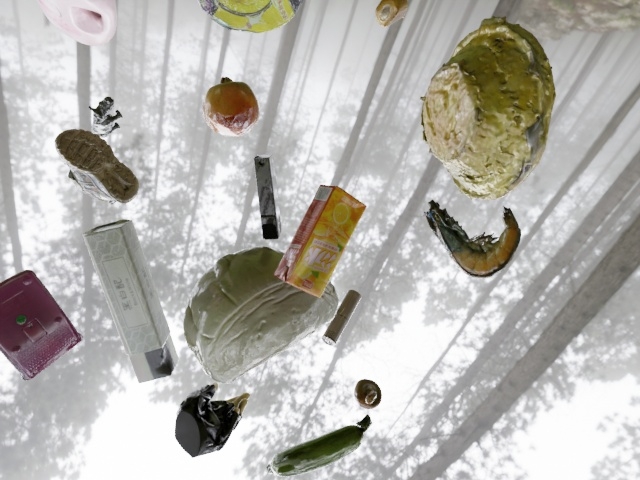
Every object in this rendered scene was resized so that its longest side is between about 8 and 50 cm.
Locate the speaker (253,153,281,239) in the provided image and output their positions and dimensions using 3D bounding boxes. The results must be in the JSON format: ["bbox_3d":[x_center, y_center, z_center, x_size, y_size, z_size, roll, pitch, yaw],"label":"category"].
[{"bbox_3d":[-0.141,-0.117,1.230,0.044,0.218,0.082,-4,-161,3],"label":"speaker"}]

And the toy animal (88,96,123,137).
[{"bbox_3d":[-0.475,-0.272,1.013,0.047,0.135,0.065,46,-120,-9],"label":"toy animal"}]

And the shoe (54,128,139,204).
[{"bbox_3d":[-0.463,-0.144,0.941,0.180,0.092,0.089,48,-131,-29],"label":"shoe"}]

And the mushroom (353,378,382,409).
[{"bbox_3d":[0.131,0.444,1.318,0.129,0.072,0.088,20,-132,-75],"label":"mushroom"}]

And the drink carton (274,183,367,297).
[{"bbox_3d":[0.000,0.000,0.977,0.096,0.223,0.071,30,174,-31],"label":"drink carton"}]

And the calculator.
[{"bbox_3d":[-0.547,0.159,0.862,0.034,0.191,0.126,11,-139,40],"label":"calculator"}]

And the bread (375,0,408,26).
[{"bbox_3d":[0.153,-0.483,0.950,0.049,0.062,0.103,44,-129,-3],"label":"bread"}]

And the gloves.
[{"bbox_3d":[-0.255,0.427,1.130,0.164,0.124,0.203,54,-162,24],"label":"gloves"}]

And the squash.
[{"bbox_3d":[-0.012,0.525,1.146,0.071,0.318,0.080,56,-168,-28],"label":"squash"}]

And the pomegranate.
[{"bbox_3d":[-0.320,-0.470,1.642,0.209,0.209,0.209,14,-143,-11],"label":"pomegranate"}]

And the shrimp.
[{"bbox_3d":[0.444,-0.038,1.338,0.290,0.222,0.054,51,-168,17],"label":"shrimp"}]

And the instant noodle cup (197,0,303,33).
[{"bbox_3d":[-0.117,-0.529,0.836,0.215,0.216,0.236,14,-131,-10],"label":"instant noodle cup"}]

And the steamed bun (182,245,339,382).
[{"bbox_3d":[-0.154,0.147,1.132,0.383,0.236,0.247,-27,-149,-24],"label":"steamed bun"}]

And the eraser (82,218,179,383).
[{"bbox_3d":[-0.466,0.154,1.156,0.096,0.404,0.098,-14,-165,-1],"label":"eraser"}]

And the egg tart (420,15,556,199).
[{"bbox_3d":[0.293,-0.242,0.886,0.132,0.341,0.341,-3,-138,-20],"label":"egg tart"}]

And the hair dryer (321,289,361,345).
[{"bbox_3d":[0.009,0.192,1.470,0.220,0.053,0.195,42,-123,-12],"label":"hair dryer"}]

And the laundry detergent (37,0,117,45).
[{"bbox_3d":[-0.423,-0.440,0.786,0.159,0.088,0.335,31,170,-25],"label":"laundry detergent"}]
